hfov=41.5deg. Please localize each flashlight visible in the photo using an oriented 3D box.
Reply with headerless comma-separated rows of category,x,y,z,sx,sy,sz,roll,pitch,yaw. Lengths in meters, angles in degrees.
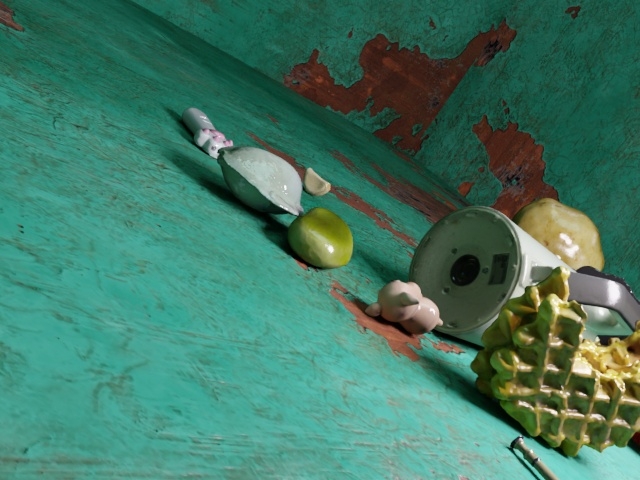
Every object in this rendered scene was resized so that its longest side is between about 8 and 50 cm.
flashlight,-0.246,-0.235,1.811,0.093,0.047,0.200,25,17,-36

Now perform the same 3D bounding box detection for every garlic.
garlic,-0.011,-0.133,2.014,0.083,0.053,0.041,36,13,35

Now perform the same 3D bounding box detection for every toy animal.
toy animal,0.151,0.116,1.444,0.150,0.083,0.089,26,18,-37

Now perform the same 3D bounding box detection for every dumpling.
dumpling,-0.102,-0.091,1.551,0.217,0.105,0.149,33,40,-35

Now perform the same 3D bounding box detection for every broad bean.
broad bean,0.000,0.000,1.519,0.124,0.082,0.174,33,23,-4

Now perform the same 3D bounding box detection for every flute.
flute,0.346,0.358,1.170,0.027,0.027,0.233,23,17,-43

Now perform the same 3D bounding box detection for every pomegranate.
pomegranate,0.695,0.038,2.589,0.333,0.332,0.332,33,13,-8

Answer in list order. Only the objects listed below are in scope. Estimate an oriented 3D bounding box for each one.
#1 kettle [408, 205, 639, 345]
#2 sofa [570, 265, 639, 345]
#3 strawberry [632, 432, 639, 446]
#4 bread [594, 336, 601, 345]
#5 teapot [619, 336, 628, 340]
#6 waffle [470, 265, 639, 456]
kettle,0.424,0.107,1.662,0.361,0.250,0.377,-7,-24,42
sofa,0.765,0.202,2.328,0.258,0.182,0.200,40,-10,25
strawberry,0.723,0.414,1.764,0.306,0.138,0.233,59,32,-4
bread,0.643,0.268,2.114,0.156,0.103,0.110,14,35,-45
teapot,0.839,0.333,2.026,0.239,0.239,0.321,38,12,2
waffle,0.418,0.207,1.379,0.324,0.261,0.151,28,21,-15
